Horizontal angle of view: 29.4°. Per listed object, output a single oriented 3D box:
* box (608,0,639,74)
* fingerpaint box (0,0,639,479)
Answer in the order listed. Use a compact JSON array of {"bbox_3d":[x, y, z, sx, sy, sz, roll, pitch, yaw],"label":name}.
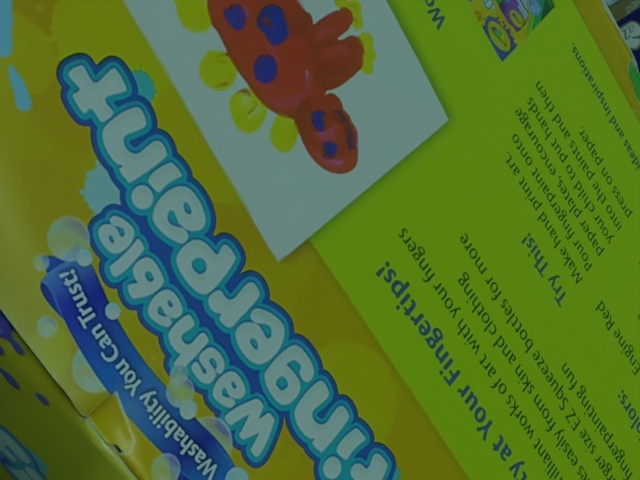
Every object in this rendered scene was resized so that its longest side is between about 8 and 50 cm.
[{"bbox_3d":[0.302,-0.099,0.982,0.136,0.036,0.225,-34,92,-26],"label":"box"},{"bbox_3d":[0.000,0.000,0.606,0.371,0.163,0.445,-46,111,-32],"label":"fingerpaint box"}]
